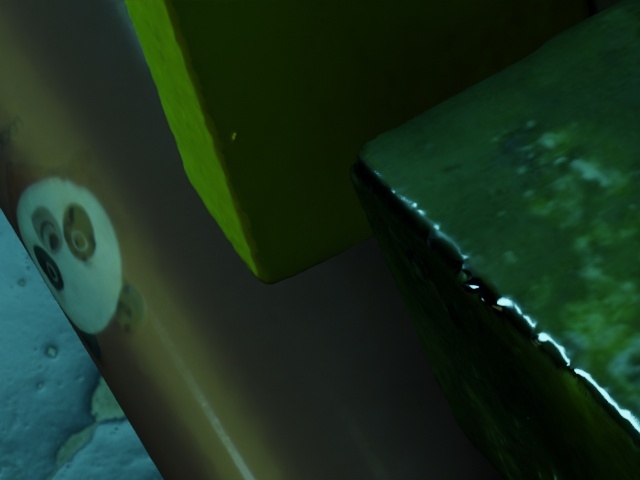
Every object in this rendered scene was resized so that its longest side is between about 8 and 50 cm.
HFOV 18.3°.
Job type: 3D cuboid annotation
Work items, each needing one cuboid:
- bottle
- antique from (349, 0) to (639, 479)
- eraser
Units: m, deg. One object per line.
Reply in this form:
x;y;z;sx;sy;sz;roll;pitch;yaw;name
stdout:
0.004;0.026;0.575;0.336;0.144;0.144;60;172;8;bottle
0.092;0.041;0.325;0.221;0.080;0.081;48;165;54;antique
0.007;-0.061;0.439;0.045;0.097;0.122;55;168;39;eraser
